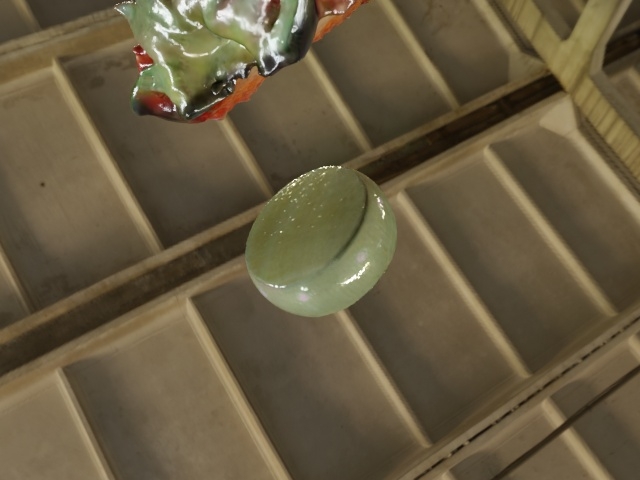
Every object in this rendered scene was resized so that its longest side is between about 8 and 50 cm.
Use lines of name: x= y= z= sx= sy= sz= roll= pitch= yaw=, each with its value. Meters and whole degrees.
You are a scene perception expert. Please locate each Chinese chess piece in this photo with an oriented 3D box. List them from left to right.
Chinese chess piece: x=0.000 y=0.000 z=0.534 sx=0.144 sy=0.058 sz=0.144 roll=-24 pitch=-137 yaw=24

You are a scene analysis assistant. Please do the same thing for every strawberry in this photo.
strawberry: x=-0.018 y=-0.213 z=0.437 sx=0.137 sy=0.234 sz=0.306 roll=51 pitch=-131 yaw=-14
